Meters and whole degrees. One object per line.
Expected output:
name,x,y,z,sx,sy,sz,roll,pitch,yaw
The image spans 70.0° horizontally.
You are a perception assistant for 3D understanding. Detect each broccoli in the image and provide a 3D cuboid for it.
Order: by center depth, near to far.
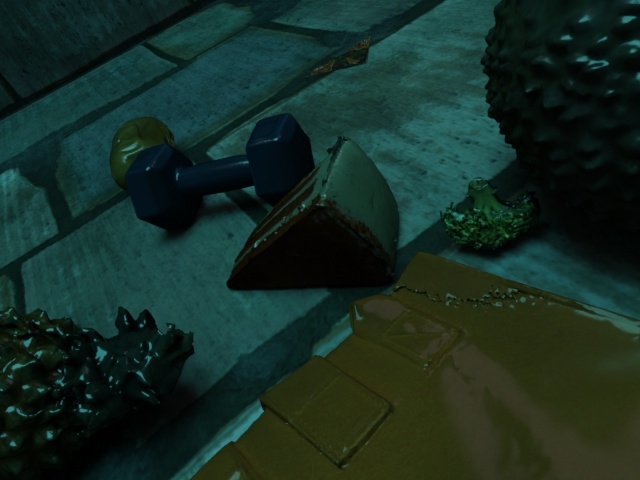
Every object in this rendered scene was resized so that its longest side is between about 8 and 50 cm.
broccoli,0.212,-0.033,0.569,0.095,0.091,0.097,-31,21,-27

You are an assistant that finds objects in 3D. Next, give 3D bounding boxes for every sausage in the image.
sausage,-0.398,-0.194,1.024,0.136,0.120,0.241,-32,40,9

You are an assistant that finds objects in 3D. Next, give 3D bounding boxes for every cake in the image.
cake,0.000,0.000,0.671,0.262,0.160,0.158,-38,25,44

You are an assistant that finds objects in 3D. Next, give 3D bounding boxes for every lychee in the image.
lychee,0.361,-0.193,0.467,0.381,0.380,0.432,-19,14,7

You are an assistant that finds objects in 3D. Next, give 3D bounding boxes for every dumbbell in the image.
dumbbell,-0.174,-0.114,0.808,0.325,0.159,0.144,-8,11,20

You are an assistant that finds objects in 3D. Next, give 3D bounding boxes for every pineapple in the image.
pineapple,-0.306,0.168,0.542,0.358,0.222,0.222,-13,41,-1

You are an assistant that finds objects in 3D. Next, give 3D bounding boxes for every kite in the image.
kite,0.080,-0.461,1.160,0.222,0.008,0.125,-37,44,-13

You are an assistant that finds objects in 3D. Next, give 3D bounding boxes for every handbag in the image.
handbag,0.072,0.195,0.342,0.410,0.116,0.304,-38,38,-27

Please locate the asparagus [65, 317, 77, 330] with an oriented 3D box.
asparagus,-0.374,0.165,0.695,0.036,0.030,0.165,-19,32,-32
